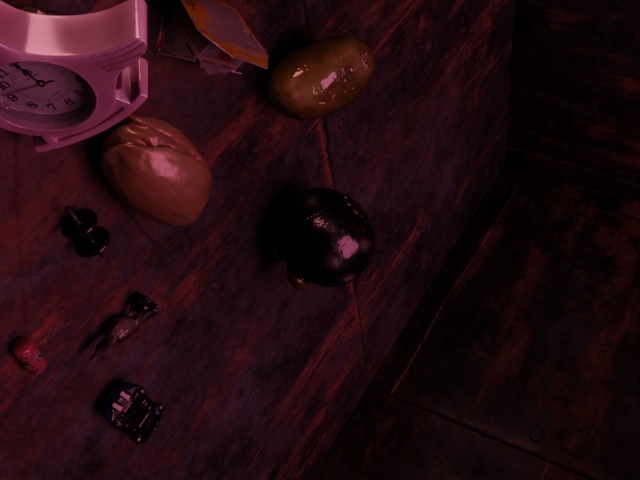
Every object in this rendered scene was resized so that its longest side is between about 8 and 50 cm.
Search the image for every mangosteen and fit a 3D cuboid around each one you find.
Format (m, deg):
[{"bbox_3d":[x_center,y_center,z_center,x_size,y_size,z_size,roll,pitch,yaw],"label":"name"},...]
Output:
[{"bbox_3d":[0.000,0.000,1.916,0.288,0.288,0.288,-42,143,-43],"label":"mangosteen"}]

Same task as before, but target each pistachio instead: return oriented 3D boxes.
[{"bbox_3d":[-0.305,-0.122,1.363,0.293,0.181,0.162,55,22,-63],"label":"pistachio"}]

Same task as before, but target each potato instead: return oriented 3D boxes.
[{"bbox_3d":[0.004,-0.389,1.721,0.307,0.210,0.173,-36,113,-38],"label":"potato"}]

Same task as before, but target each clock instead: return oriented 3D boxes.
[{"bbox_3d":[-0.372,-0.257,1.005,0.275,0.290,0.080,43,32,-56],"label":"clock"}]

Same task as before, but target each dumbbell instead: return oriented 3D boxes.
[{"bbox_3d":[-0.426,-0.014,1.305,0.069,0.069,0.147,-56,151,-26],"label":"dumbbell"}]

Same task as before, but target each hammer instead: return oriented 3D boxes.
[{"bbox_3d":[-0.527,0.211,1.304,0.043,0.043,0.083,-51,149,-33],"label":"hammer"}]

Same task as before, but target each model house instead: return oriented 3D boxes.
[{"bbox_3d":[-0.227,-0.370,1.365,0.136,0.207,0.219,-39,166,26],"label":"model house"}]

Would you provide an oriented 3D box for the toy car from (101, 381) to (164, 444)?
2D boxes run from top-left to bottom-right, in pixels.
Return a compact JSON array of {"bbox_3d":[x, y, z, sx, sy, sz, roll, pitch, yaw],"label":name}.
[{"bbox_3d":[-0.421,0.385,1.612,0.103,0.063,0.216,-57,157,-23],"label":"toy car"}]

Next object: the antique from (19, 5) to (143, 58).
[{"bbox_3d":[-0.389,-0.317,1.149,0.221,0.080,0.081,-6,113,-60],"label":"antique"}]

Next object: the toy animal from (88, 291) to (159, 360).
[{"bbox_3d":[-0.405,0.182,1.493,0.202,0.070,0.105,-48,166,-44],"label":"toy animal"}]
